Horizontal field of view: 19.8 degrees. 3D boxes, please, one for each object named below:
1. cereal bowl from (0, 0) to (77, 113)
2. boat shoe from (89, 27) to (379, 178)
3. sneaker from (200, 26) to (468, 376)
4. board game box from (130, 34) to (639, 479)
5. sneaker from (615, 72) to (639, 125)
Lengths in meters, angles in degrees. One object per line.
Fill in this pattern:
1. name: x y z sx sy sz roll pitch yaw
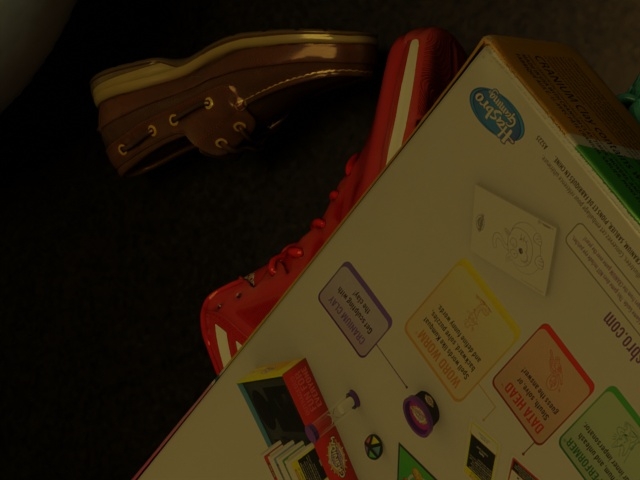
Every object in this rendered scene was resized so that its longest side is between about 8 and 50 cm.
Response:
1. cereal bowl: -0.256 -0.190 1.045 0.339 0.141 0.339 -5 81 29
2. boat shoe: -0.043 -0.072 0.959 0.178 0.064 0.060 -11 83 34
3. sneaker: 0.000 0.000 0.910 0.128 0.087 0.221 8 86 28
4. board game box: 0.062 0.110 0.780 0.316 0.064 0.242 -51 61 30
5. sneaker: 0.145 -0.026 0.818 0.107 0.110 0.275 37 102 28
